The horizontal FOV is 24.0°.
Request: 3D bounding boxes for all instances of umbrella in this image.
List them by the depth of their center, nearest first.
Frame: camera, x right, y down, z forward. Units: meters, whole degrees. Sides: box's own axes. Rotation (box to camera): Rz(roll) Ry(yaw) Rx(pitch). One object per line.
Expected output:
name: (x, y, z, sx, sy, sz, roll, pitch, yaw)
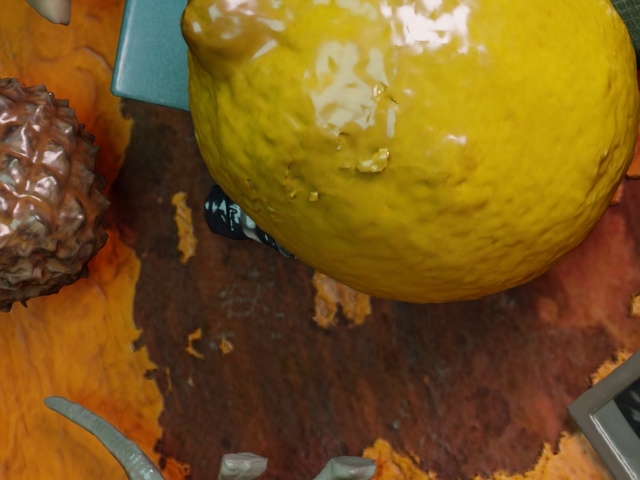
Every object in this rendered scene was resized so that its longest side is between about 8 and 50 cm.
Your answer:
umbrella: (0.000, 0.000, 1.061, 0.188, 0.050, 0.046, 19, 120, 26)

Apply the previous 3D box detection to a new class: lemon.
lemon: (0.052, -0.089, 0.894, 0.245, 0.320, 0.245, -20, 61, 42)

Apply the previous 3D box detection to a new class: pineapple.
pineapple: (-0.244, -0.049, 1.138, 0.166, 0.166, 0.193, -28, 61, 25)

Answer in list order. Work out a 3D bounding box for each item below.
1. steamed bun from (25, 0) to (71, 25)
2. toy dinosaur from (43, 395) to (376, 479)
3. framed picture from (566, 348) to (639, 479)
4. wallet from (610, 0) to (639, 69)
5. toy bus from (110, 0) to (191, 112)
steamed bun: (-0.247, -0.309, 1.098, 0.189, 0.247, 0.428, -49, 50, 7)
toy dinosaur: (-0.066, 0.221, 1.076, 0.393, 0.092, 0.205, 28, 109, 16)
framed picture: (0.281, 0.114, 0.870, 0.209, 0.019, 0.281, 56, 137, 18)
wallet: (0.163, -0.222, 0.969, 0.236, 0.055, 0.160, 35, 117, 27)
toy bus: (-0.049, -0.208, 1.033, 0.128, 0.147, 0.256, 14, 97, 25)
